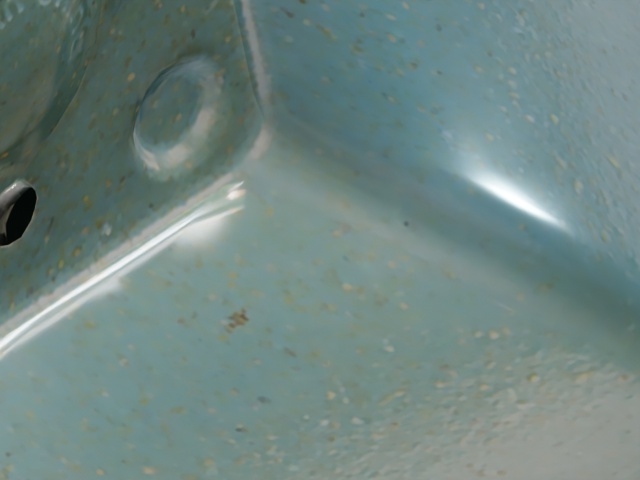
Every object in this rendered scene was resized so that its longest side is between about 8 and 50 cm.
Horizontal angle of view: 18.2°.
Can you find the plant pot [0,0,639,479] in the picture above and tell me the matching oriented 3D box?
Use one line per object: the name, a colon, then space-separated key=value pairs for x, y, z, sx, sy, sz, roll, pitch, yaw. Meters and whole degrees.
plant pot: x=0.000 y=0.000 z=0.553 sx=0.247 sy=0.252 sz=0.248 roll=-33 pitch=50 yaw=28
